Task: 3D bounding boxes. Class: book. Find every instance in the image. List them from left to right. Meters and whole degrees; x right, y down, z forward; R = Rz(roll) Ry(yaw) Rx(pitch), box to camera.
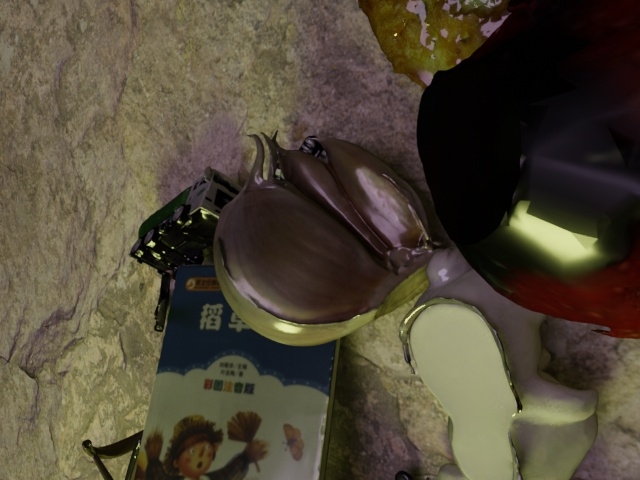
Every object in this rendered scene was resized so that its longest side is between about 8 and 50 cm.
[{"bbox_3d":[-0.119,0.241,0.806,0.300,0.039,0.428,-2,70,27],"label":"book"}]

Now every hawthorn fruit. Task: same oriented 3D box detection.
[{"bbox_3d":[0.226,-0.074,0.451,0.316,0.316,0.316,4,96,39],"label":"hawthorn fruit"}]

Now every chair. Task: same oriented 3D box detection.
[{"bbox_3d":[-0.250,0.372,0.965,0.272,0.188,0.166,34,114,29],"label":"chair"}]

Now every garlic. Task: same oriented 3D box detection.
[{"bbox_3d":[0.000,0.000,0.690,0.292,0.210,0.237,33,102,16],"label":"garlic"}]

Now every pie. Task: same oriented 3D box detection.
[{"bbox_3d":[0.157,-0.333,0.620,0.288,0.103,0.355,-10,87,40],"label":"pie"}]

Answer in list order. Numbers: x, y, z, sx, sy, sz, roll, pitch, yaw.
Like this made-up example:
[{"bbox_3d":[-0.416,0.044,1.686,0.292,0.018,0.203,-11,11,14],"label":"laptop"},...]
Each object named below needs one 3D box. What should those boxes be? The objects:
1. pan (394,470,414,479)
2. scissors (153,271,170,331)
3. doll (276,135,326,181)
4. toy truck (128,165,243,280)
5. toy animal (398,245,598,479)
[{"bbox_3d":[0.102,0.410,0.774,0.136,0.028,0.235,20,109,36],"label":"pan"},{"bbox_3d":[-0.262,0.115,0.943,0.300,0.022,0.109,-170,87,-77],"label":"scissors"},{"bbox_3d":[-0.046,-0.048,0.835,0.091,0.067,0.219,36,119,10],"label":"doll"},{"bbox_3d":[-0.220,-0.025,0.953,0.242,0.101,0.125,-27,40,39],"label":"toy truck"},{"bbox_3d":[0.183,0.176,0.611,0.208,0.154,0.325,13,107,44],"label":"toy animal"}]
